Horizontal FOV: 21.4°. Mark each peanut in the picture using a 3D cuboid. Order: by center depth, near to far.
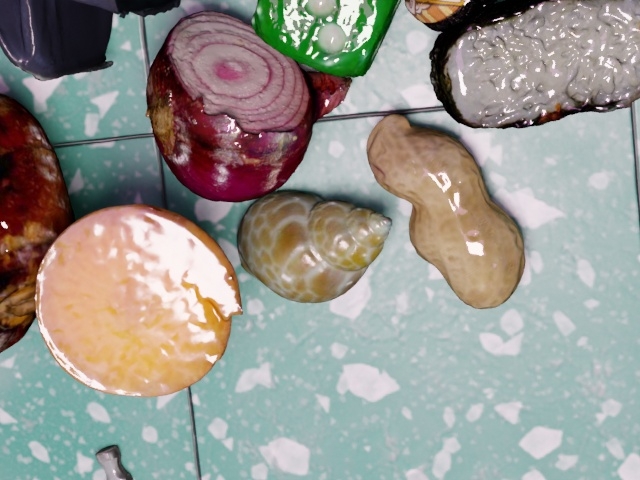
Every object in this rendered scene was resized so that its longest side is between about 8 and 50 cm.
[{"bbox_3d":[0.130,-0.033,1.736,0.104,0.085,0.228,-29,94,22],"label":"peanut"}]

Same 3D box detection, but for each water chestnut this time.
[{"bbox_3d":[-0.384,-0.020,1.731,0.289,0.244,0.289,5,134,5],"label":"water chestnut"}]

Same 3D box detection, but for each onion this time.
[{"bbox_3d":[-0.068,-0.131,1.721,0.195,0.218,0.140,53,139,35],"label":"onion"}]

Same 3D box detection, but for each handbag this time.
[{"bbox_3d":[-0.285,-0.322,1.623,0.122,0.303,0.329,-34,94,12],"label":"handbag"}]

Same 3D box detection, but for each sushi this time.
[{"bbox_3d":[0.220,-0.182,1.671,0.225,0.127,0.124,-13,102,0],"label":"sushi"}]

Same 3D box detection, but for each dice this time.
[{"bbox_3d":[0.009,-0.238,1.690,0.128,0.131,0.120,24,105,1],"label":"dice"}]

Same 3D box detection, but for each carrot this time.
[{"bbox_3d":[-0.171,0.043,1.696,0.196,0.254,0.196,0,97,0],"label":"carrot"}]

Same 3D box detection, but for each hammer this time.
[{"bbox_3d":[-0.320,0.311,1.887,0.246,0.029,0.103,-19,97,12],"label":"hammer"}]

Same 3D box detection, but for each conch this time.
[{"bbox_3d":[-0.014,0.007,1.756,0.173,0.106,0.116,22,84,17],"label":"conch"}]

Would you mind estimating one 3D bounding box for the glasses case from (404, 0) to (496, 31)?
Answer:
[{"bbox_3d":[0.198,-0.333,1.622,0.082,0.122,0.321,39,88,-24],"label":"glasses case"}]
